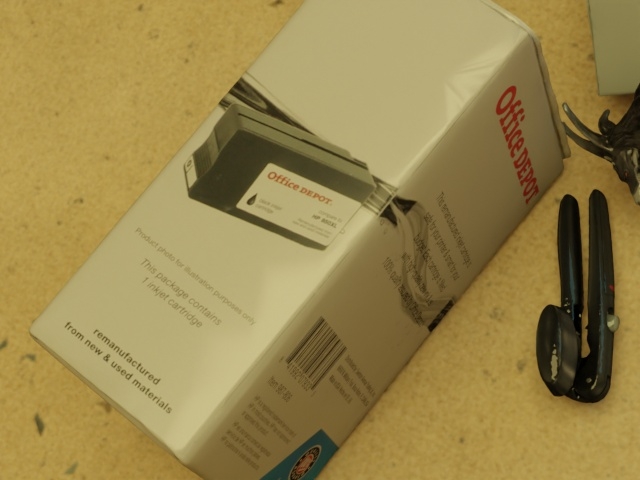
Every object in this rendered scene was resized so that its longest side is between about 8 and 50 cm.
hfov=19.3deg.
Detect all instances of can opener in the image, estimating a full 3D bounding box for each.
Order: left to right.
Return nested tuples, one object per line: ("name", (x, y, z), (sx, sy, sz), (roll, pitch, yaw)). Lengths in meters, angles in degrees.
("can opener", (0.213, 0.043, 1.518), (0.059, 0.073, 0.186), (0, 63, 21))

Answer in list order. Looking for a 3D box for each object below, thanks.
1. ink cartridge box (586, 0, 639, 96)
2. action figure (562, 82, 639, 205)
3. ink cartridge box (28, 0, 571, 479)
("ink cartridge box", (0.303, -0.207, 1.519), (0.176, 0.127, 0.128), (-3, 41, 11))
("action figure", (0.329, -0.062, 1.475), (0.275, 0.164, 0.141), (-3, 67, 5))
("ink cartridge box", (0.000, 0.000, 1.454), (0.166, 0.285, 0.395), (37, 83, 20))
